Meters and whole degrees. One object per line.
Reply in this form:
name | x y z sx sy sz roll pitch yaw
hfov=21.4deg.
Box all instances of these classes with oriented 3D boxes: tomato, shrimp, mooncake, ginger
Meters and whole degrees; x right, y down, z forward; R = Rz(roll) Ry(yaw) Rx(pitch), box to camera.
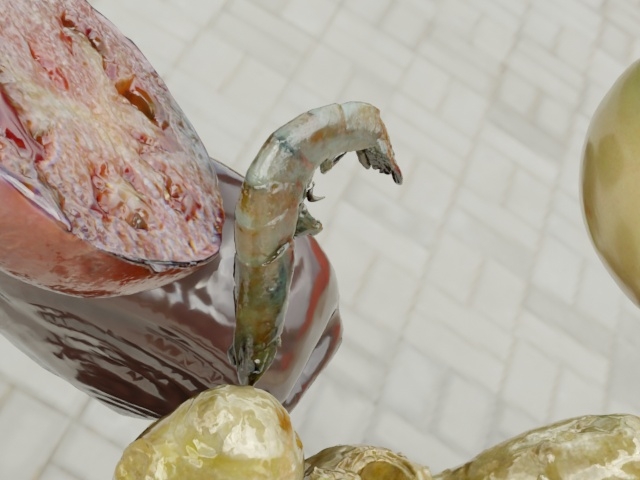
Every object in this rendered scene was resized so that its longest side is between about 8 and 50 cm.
tomato | -0.154 -0.052 0.940 0.225 0.085 0.225 39 25 -22
shrimp | -0.003 -0.002 1.067 0.035 0.195 0.148 28 38 28
mooncake | -0.149 0.049 1.432 0.326 0.334 0.174 22 63 16
ginger | -0.016 0.196 1.067 0.363 0.348 0.122 -3 61 -40

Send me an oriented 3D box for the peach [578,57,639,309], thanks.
peach | 0.218 -0.028 0.812 0.184 0.184 0.184 23 33 -16
